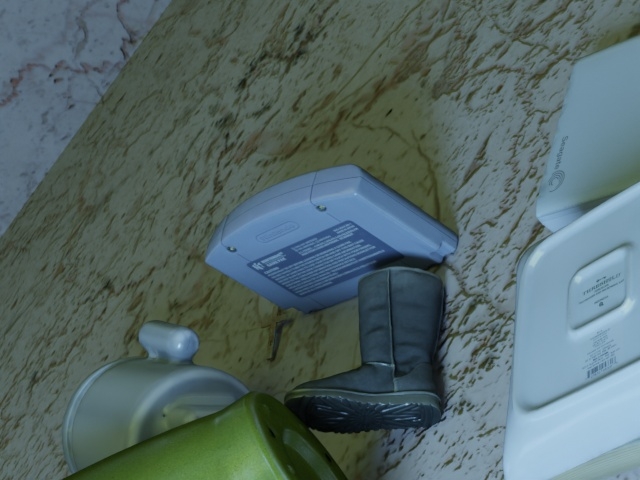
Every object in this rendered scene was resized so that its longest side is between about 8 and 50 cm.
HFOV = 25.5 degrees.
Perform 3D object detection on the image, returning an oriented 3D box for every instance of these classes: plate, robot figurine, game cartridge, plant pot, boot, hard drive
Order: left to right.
[{"bbox_3d":[-0.202,0.253,1.796,0.353,0.200,0.299,1,84,57],"label":"robot figurine"},{"bbox_3d":[-0.136,0.348,1.474,0.353,0.366,0.366,-37,30,7],"label":"plant pot"},{"bbox_3d":[0.000,0.000,1.769,0.297,0.198,0.062,-23,40,44],"label":"game cartridge"},{"bbox_3d":[0.053,0.118,1.612,0.076,0.190,0.208,99,173,-50],"label":"boot"},{"bbox_3d":[0.256,0.053,1.229,0.277,0.045,0.278,-34,33,40],"label":"plate"},{"bbox_3d":[0.393,-0.149,1.486,0.353,0.047,0.233,-19,43,49],"label":"hard drive"}]

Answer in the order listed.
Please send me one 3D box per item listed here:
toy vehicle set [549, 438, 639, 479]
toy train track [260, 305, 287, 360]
[{"bbox_3d":[0.282,0.106,1.379,0.166,0.035,0.266,-28,37,40],"label":"toy vehicle set"},{"bbox_3d":[-0.062,0.127,1.923,0.048,0.014,0.083,-21,47,36],"label":"toy train track"}]
